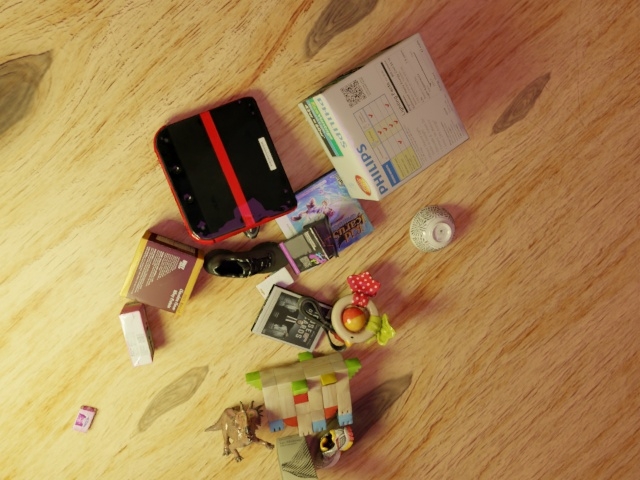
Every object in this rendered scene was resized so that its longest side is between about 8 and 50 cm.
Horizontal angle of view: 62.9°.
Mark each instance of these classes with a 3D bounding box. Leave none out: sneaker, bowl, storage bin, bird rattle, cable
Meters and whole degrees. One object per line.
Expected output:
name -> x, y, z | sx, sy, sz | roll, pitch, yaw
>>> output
sneaker -> -0.220, 0.075, 1.662 | 0.287, 0.130, 0.108 | -10, 105, -19
sneaker -> 0.029, 0.729, 1.854 | 0.093, 0.088, 0.225 | 10, 125, -27
bowl -> 0.401, -0.033, 1.806 | 0.170, 0.080, 0.170 | -2, 102, -11
storage bin -> 0.000, 0.000, 1.660 | 0.091, 0.098, 0.135 | -16, 106, 2
bird rattle -> 0.135, 0.240, 1.740 | 0.207, 0.143, 0.253 | -26, 92, -20
cable -> 0.023, 0.282, 1.786 | 0.287, 0.072, 0.139 | 30, 102, -22
sneaker -> -0.215, -0.097, 1.659 | 0.067, 0.078, 0.188 | 7, 100, -13

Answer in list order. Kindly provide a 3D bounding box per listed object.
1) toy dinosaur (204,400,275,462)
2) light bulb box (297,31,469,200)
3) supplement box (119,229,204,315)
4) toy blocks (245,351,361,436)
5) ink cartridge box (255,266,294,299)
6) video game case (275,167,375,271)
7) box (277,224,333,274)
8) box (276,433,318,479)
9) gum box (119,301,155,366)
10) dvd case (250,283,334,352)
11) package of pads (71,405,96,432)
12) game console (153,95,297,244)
toy dinosaur -> -0.275, 0.610, 1.737 | 0.127, 0.296, 0.200 | -27, 112, -43
light bulb box -> 0.188, -0.363, 1.588 | 0.361, 0.225, 0.357 | -35, 106, -13
supplement box -> -0.484, 0.099, 1.616 | 0.194, 0.129, 0.191 | 21, 96, -15
toy blocks -> -0.046, 0.548, 1.800 | 0.382, 0.190, 0.260 | -10, 115, -10
ink cartridge box -> -0.153, 0.140, 1.749 | 0.115, 0.029, 0.062 | -32, 107, -3
video game case -> 0.006, -0.069, 1.723 | 0.270, 0.061, 0.244 | -32, 107, -4
box -> -0.048, 0.032, 1.636 | 0.029, 0.162, 0.116 | -35, 97, -47
box -> -0.079, 0.776, 1.772 | 0.113, 0.275, 0.094 | -8, 103, -11
gum box -> -0.573, 0.297, 1.650 | 0.062, 0.107, 0.188 | -11, 104, -10
dvd case -> -0.092, 0.266, 1.773 | 0.239, 0.029, 0.179 | 24, 97, -24
package of pads -> -0.772, 0.583, 1.707 | 0.050, 0.032, 0.083 | 22, 96, -17
game console -> -0.292, -0.211, 1.592 | 0.342, 0.060, 0.386 | -23, 91, -11
